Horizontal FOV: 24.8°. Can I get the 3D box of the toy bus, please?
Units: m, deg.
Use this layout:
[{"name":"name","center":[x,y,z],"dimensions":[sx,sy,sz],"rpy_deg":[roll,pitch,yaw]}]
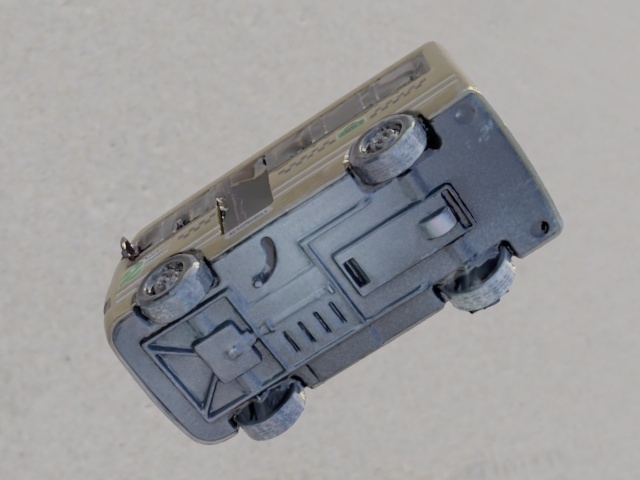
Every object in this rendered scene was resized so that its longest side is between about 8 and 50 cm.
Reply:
[{"name":"toy bus","center":[0.000,0.000,0.972],"dimensions":[0.139,0.289,0.157],"rpy_deg":[52,10,-26]}]
